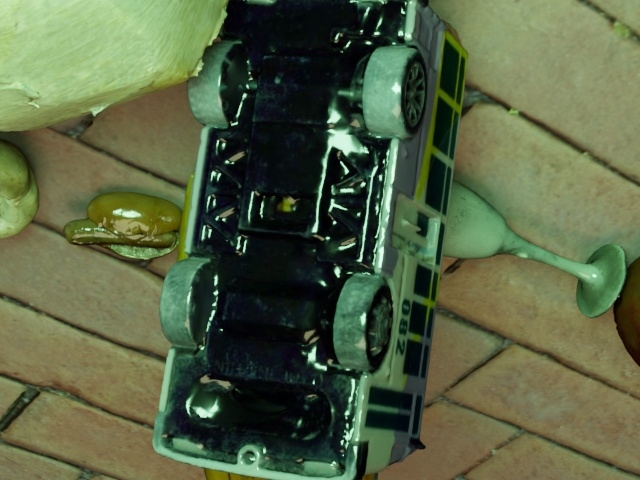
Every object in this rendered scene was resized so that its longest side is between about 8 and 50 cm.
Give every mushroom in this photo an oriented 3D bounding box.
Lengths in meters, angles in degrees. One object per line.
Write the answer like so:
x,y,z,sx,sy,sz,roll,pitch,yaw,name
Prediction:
-0.393,-0.061,1.499,0.148,0.112,0.148,3,131,3,mushroom

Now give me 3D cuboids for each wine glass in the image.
0.253,-0.047,1.502,0.309,0.096,0.264,21,138,-20,wine glass

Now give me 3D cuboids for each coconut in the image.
-0.235,-0.264,1.081,0.360,0.346,0.346,-14,137,22,coconut

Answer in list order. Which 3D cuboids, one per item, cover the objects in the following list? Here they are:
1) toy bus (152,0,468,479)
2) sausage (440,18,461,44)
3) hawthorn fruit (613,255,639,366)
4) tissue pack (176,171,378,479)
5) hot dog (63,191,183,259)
0.000,0.000,1.227,0.209,0.440,0.249,5,173,21,toy bus
0.076,-0.186,1.375,0.154,0.062,0.062,-21,134,24,sausage
0.457,0.100,1.605,0.248,0.208,0.208,-7,145,47,hawthorn fruit
-0.047,0.133,1.571,0.228,0.293,0.382,-2,139,2,tissue pack
-0.238,-0.017,1.583,0.140,0.060,0.090,15,133,-10,hot dog
